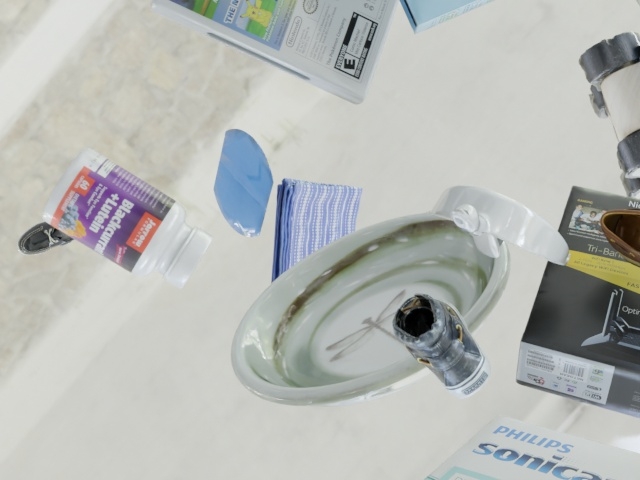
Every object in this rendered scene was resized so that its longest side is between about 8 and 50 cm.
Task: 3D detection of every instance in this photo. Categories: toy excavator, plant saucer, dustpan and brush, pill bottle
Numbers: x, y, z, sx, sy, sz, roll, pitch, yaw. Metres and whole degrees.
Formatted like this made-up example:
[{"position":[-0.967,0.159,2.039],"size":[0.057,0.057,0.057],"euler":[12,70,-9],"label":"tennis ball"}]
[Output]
[{"position":[0.655,-0.276,1.407],"size":[0.445,0.433,0.222],"euler":[-21,-107,16],"label":"toy excavator"},{"position":[0.077,0.108,1.220],"size":[0.400,0.101,0.400],"euler":[-23,-156,11],"label":"plant saucer"},{"position":[0.154,-0.016,0.847],"size":[0.147,0.211,0.060],"euler":[23,-98,22],"label":"dustpan and brush"},{"position":[-0.237,-0.022,1.128],"size":[0.108,0.193,0.108],"euler":[-57,-172,12],"label":"pill bottle"}]

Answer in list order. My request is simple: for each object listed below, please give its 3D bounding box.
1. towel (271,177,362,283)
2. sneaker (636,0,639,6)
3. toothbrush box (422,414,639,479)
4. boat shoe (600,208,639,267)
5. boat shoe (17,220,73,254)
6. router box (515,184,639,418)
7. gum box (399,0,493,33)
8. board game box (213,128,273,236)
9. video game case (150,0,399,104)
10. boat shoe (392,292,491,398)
[{"position":[0.000,0.000,1.852],"size":[0.040,0.336,0.243],"euler":[6,-86,28],"label":"towel"},{"position":[0.333,-0.084,0.483],"size":[0.150,0.366,0.135],"euler":[-38,180,-14],"label":"sneaker"},{"position":[0.109,0.237,0.478],"size":[0.295,0.126,0.216],"euler":[-27,-157,-37],"label":"toothbrush box"},{"position":[0.340,0.008,0.858],"size":[0.178,0.060,0.064],"euler":[26,-91,57],"label":"boat shoe"},{"position":[-0.403,-0.011,1.388],"size":[0.125,0.046,0.038],"euler":[-21,-168,-26],"label":"boat shoe"},{"position":[0.388,0.078,0.956],"size":[0.308,0.081,0.243],"euler":[15,-130,19],"label":"router box"},{"position":[0.167,-0.357,1.082],"size":[0.184,0.157,0.041],"euler":[-24,176,-1],"label":"gum box"},{"position":[-0.108,-0.089,1.391],"size":[0.133,0.033,0.169],"euler":[45,-46,33],"label":"board game box"},{"position":[-0.027,-0.385,1.188],"size":[0.036,0.300,0.329],"euler":[-18,-128,70],"label":"video game case"},{"position":[0.103,0.078,0.881],"size":[0.065,0.083,0.183],"euler":[-41,-159,1],"label":"boat shoe"}]
